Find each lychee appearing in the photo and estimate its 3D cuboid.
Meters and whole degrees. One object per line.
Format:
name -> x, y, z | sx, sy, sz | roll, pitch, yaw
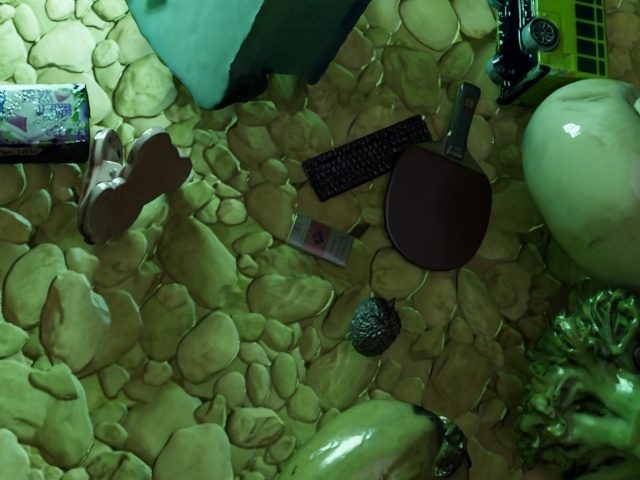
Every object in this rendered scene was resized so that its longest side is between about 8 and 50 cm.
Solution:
lychee -> 0.070, 0.105, 1.114 | 0.083, 0.068, 0.067 | -53, 137, -7

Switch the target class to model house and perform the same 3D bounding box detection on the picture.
model house -> -0.051, -0.352, 1.150 | 0.329, 0.252, 0.295 | -15, 54, -44

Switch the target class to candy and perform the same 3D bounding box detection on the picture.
candy -> -0.420, -0.133, 1.024 | 0.312, 0.061, 0.088 | -4, 73, -19

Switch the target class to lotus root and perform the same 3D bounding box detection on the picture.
lotus root -> 0.028, 0.301, 0.988 | 0.310, 0.183, 0.183 | -35, 87, -23

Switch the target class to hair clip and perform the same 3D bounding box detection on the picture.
hair clip -> -0.221, -0.062, 1.048 | 0.102, 0.123, 0.138 | 4, 65, 13

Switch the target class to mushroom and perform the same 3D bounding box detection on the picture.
mushroom -> 0.437, -0.105, 1.145 | 0.314, 0.336, 0.314 | 34, 31, -24

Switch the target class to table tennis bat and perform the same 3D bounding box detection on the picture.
table tennis bat -> 0.172, -0.091, 1.222 | 0.154, 0.021, 0.274 | 21, 74, -14

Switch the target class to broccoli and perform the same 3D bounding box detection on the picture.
broccoli -> 0.357, 0.218, 1.082 | 0.248, 0.245, 0.288 | -36, 90, 4

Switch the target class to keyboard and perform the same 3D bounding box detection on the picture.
keyboard -> 0.069, -0.114, 1.206 | 0.195, 0.018, 0.060 | -26, 86, -23

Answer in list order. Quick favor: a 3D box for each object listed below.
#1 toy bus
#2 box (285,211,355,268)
toy bus -> 0.330, -0.329, 1.296 | 0.150, 0.128, 0.262 | 7, 73, -16
box -> 0.000, 0.000, 1.151 | 0.083, 0.012, 0.046 | 24, 70, -12
